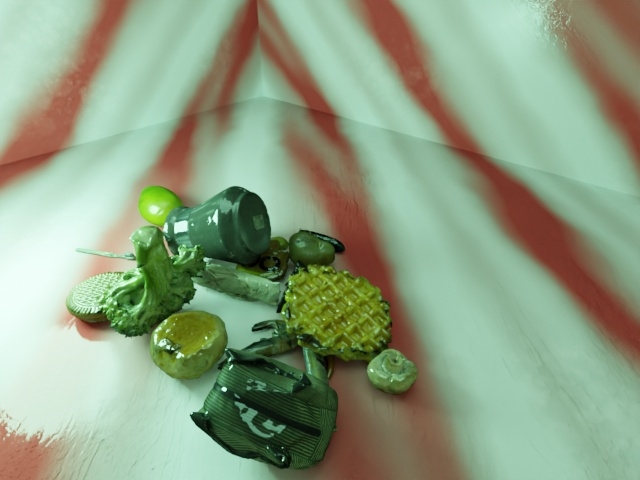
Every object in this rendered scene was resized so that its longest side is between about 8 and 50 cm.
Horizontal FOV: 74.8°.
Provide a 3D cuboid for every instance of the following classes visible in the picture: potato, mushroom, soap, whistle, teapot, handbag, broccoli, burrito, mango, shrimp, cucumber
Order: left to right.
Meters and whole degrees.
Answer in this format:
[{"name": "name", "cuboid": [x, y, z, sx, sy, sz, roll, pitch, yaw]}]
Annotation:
[{"name": "broccoli", "cuboid": [-0.563, 0.139, 1.345, 0.275, 0.353, 0.397, 15, -9, -3]}, {"name": "mango", "cuboid": [-0.784, -0.177, 2.024, 0.192, 0.155, 0.343, -13, 32, -34]}, {"name": "teapot", "cuboid": [-0.394, -0.052, 1.680, 0.362, 0.305, 0.376, -7, 8, 22]}, {"name": "burrito", "cuboid": [-0.325, 0.160, 1.562, 0.392, 0.117, 0.076, 12, 21, 17]}, {"name": "shrimp", "cuboid": [-0.207, 0.331, 1.371, 0.296, 0.058, 0.169, -14, 29, -27]}, {"name": "handbag", "cuboid": [-0.138, 0.413, 1.044, 0.341, 0.240, 0.247, 16, 65, 20]}, {"name": "soap", "cuboid": [-0.210, 0.019, 1.837, 0.140, 0.045, 0.089, -13, 33, -20]}, {"name": "potato", "cuboid": [-0.035, 0.043, 1.715, 0.194, 0.157, 0.157, 5, 34, 1]}, {"name": "whistle", "cuboid": [-0.009, 0.417, 1.237, 0.068, 0.057, 0.326, -6, 35, -4]}, {"name": "cucumber", "cuboid": [-0.001, -0.002, 1.855, 0.245, 0.067, 0.067, 14, 36, 21]}, {"name": "mushroom", "cuboid": [0.212, 0.387, 1.237, 0.148, 0.112, 0.148, 8, 35, -5]}]

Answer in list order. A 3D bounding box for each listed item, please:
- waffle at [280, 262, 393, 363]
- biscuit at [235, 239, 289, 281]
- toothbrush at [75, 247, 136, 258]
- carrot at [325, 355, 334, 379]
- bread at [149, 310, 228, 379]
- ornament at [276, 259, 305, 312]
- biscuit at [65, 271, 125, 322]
[{"name": "waffle", "cuboid": [0.057, 0.233, 1.402, 0.382, 0.095, 0.379, 17, 40, -9]}, {"name": "biscuit", "cuboid": [-0.232, 0.092, 1.692, 0.209, 0.041, 0.290, 9, 45, 12]}, {"name": "toothbrush", "cuboid": [-0.920, 0.056, 1.790, 0.295, 0.028, 0.026, 3, 32, 13]}, {"name": "carrot", "cuboid": [0.029, 0.376, 1.322, 0.035, 0.035, 0.142, 0, 38, -2]}, {"name": "bread", "cuboid": [-0.401, 0.329, 1.296, 0.245, 0.134, 0.244, -2, 35, 1]}, {"name": "ornament", "cuboid": [-0.005, 0.202, 1.534, 0.261, 0.106, 0.251, 20, 43, 4]}, {"name": "biscuit", "cuboid": [-0.783, 0.201, 1.523, 0.259, 0.079, 0.259, 1, 34, -1]}]
